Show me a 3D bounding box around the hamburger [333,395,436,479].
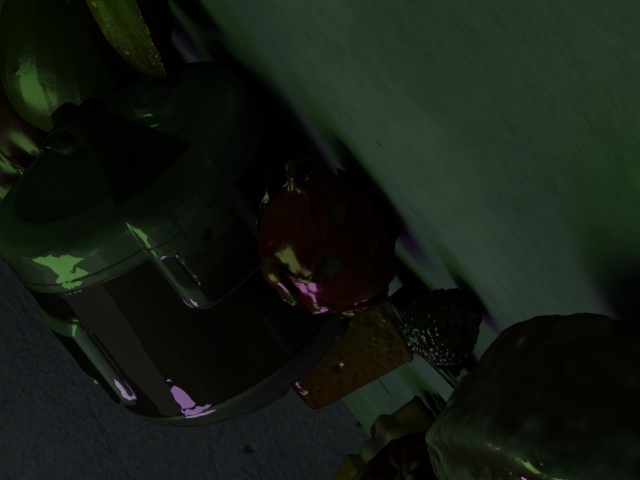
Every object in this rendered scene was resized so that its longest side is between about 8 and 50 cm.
[{"bbox_3d":[0.131,0.374,2.097,0.276,0.237,0.276,50,177,3],"label":"hamburger"}]

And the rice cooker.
[{"bbox_3d":[-0.154,-0.003,1.630,0.325,0.335,0.335,56,172,-29],"label":"rice cooker"}]

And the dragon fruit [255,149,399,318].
[{"bbox_3d":[0.000,0.000,1.418,0.136,0.133,0.166,31,149,49],"label":"dragon fruit"}]

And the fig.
[{"bbox_3d":[-0.278,-0.235,1.783,0.203,0.203,0.225,46,160,42],"label":"fig"}]

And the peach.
[{"bbox_3d":[-0.198,-0.268,1.605,0.279,0.068,0.189,52,165,31],"label":"peach"}]

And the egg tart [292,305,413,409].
[{"bbox_3d":[0.001,0.108,1.925,0.202,0.147,0.202,52,176,6],"label":"egg tart"}]

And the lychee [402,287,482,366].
[{"bbox_3d":[0.108,0.075,1.348,0.068,0.083,0.067,-32,61,52],"label":"lychee"}]

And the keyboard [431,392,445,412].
[{"bbox_3d":[0.194,0.258,2.000,0.155,0.010,0.053,48,172,27],"label":"keyboard"}]

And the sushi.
[{"bbox_3d":[0.108,0.090,1.593,0.139,0.031,0.201,45,174,41],"label":"sushi"}]

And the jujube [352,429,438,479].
[{"bbox_3d":[0.138,0.386,1.623,0.276,0.276,0.377,59,-150,-48],"label":"jujube"}]

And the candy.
[{"bbox_3d":[0.170,0.136,0.870,0.214,0.157,0.289,38,167,-3],"label":"candy"}]

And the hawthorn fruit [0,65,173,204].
[{"bbox_3d":[-0.301,-0.139,2.033,0.308,0.308,0.325,52,-167,-4],"label":"hawthorn fruit"}]
